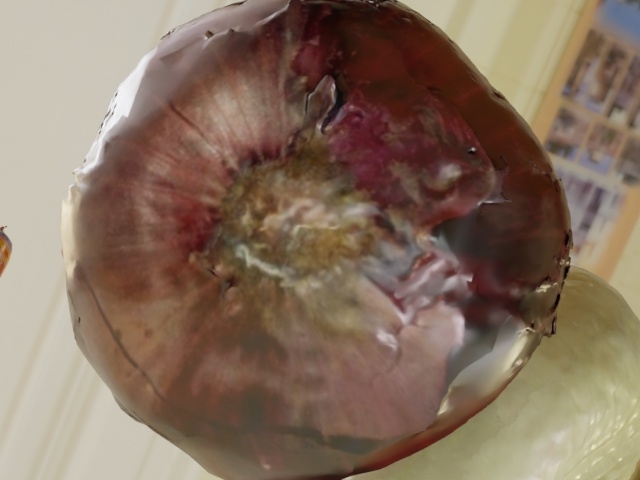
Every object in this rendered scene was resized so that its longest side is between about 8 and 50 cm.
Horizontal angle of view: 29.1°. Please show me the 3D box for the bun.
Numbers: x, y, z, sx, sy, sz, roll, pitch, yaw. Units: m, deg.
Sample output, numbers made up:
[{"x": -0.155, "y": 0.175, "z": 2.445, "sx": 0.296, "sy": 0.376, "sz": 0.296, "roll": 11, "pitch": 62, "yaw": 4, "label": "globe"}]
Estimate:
[{"x": 0.072, "y": 0.166, "z": 0.815, "sx": 0.213, "sy": 0.361, "sz": 0.361, "roll": 28, "pitch": -171, "yaw": 27, "label": "bun"}]

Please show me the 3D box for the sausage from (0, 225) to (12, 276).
[{"x": -0.227, "y": 0.033, "z": 0.784, "sx": 0.034, "sy": 0.034, "sz": 0.129, "roll": 22, "pitch": -137, "yaw": -3, "label": "sausage"}]

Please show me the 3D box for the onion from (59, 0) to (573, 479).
[{"x": 0.000, "y": 0.000, "z": 0.620, "sx": 0.252, "sy": 0.252, "sz": 0.219, "roll": 25, "pitch": -179, "yaw": 16, "label": "onion"}]
